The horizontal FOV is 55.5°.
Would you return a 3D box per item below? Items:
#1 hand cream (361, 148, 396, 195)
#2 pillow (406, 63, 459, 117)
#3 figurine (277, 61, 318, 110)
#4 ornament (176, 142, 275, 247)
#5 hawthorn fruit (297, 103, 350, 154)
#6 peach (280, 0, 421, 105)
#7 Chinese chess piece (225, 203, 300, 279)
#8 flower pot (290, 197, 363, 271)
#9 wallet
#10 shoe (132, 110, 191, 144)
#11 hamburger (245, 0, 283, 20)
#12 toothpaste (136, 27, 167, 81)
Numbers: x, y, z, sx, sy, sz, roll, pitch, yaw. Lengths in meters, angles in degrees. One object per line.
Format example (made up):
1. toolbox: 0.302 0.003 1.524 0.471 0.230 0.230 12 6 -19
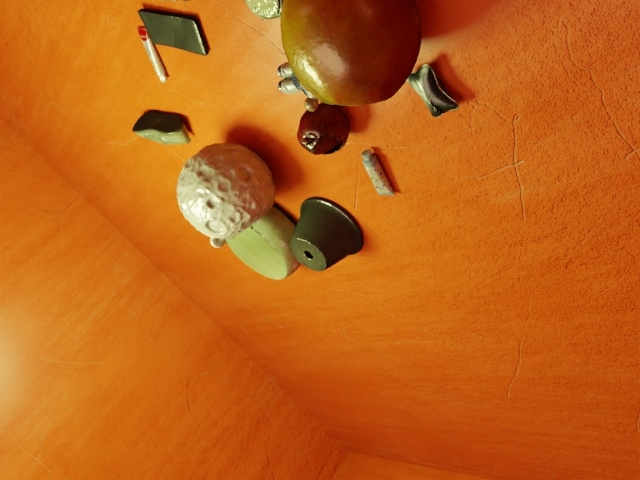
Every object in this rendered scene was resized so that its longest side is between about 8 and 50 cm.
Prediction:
1. hand cream: 0.166 -0.194 1.794 0.065 0.043 0.171 9 142 41
2. pillow: 0.266 -0.354 1.450 0.136 0.055 0.091 50 180 -15
3. figurine: -0.017 -0.427 1.587 0.274 0.133 0.194 -28 68 55
4. ornament: -0.328 -0.176 2.076 0.337 0.337 0.337 28 149 18
5. hawthorn fruit: 0.001 -0.304 1.696 0.148 0.172 0.148 12 122 20
6. peach: 0.063 -0.452 1.297 0.308 0.308 0.332 0 110 48
7. Chinese chess piece: -0.220 -0.005 2.384 0.349 0.146 0.349 28 150 18
8. flower pot: 0.000 0.000 2.131 0.269 0.166 0.269 28 151 17
9. wallet: -0.451 -0.642 1.870 0.244 0.025 0.124 19 146 28
10. shoe: -0.599 -0.413 2.285 0.275 0.103 0.098 17 156 35
11. hamburger: -0.133 -0.616 1.517 0.140 0.062 0.133 24 146 29
12. toothpaste: -0.557 -0.616 2.023 0.048 0.031 0.190 19 143 36
